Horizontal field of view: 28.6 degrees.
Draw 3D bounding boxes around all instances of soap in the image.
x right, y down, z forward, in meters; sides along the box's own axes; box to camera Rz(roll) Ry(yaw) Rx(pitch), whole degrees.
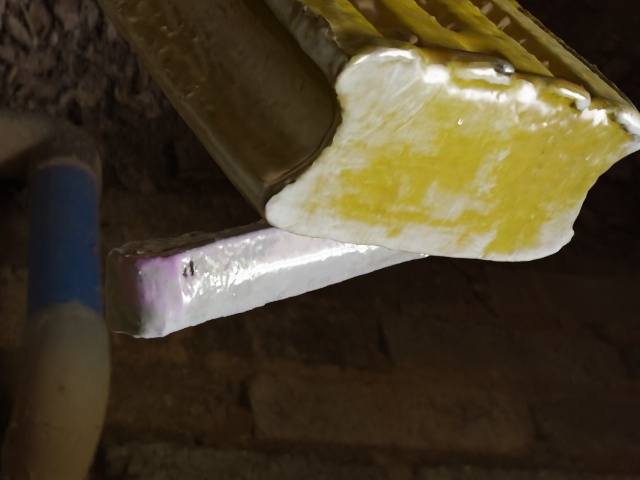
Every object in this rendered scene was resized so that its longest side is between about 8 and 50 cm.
[{"bbox_3d":[0.021,-0.145,0.880,0.293,0.335,0.156,8,122,-44],"label":"soap"}]

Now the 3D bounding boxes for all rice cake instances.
[{"bbox_3d":[0.000,0.001,1.013,0.399,0.064,0.070,-16,110,-41],"label":"rice cake"}]
